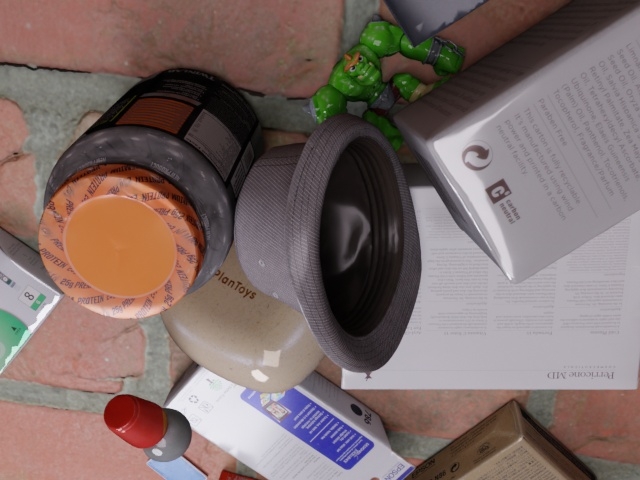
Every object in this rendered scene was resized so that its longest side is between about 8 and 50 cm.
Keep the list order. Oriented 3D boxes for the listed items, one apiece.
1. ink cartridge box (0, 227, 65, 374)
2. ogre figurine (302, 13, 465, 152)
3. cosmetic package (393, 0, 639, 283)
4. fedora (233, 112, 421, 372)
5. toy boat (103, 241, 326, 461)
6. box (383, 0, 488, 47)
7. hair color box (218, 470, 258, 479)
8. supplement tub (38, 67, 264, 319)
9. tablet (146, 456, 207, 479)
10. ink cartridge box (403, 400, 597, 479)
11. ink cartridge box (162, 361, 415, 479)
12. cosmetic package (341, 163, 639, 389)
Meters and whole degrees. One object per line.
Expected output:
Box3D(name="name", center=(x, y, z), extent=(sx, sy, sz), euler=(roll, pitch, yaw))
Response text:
Box3D(name="ink cartridge box", center=(-0.480, 0.058, 1.140), extent=(0.225, 0.056, 0.181), euler=(37, 113, -14))
Box3D(name="ogre figurine", center=(0.064, -0.167, 0.955), extent=(0.118, 0.097, 0.197), euler=(37, 107, -4))
Box3D(name="cosmetic package", center=(0.313, -0.166, 0.807), extent=(0.453, 0.230, 0.161), euler=(-32, 104, 6))
Box3D(name="fedora", center=(0.000, 0.000, 0.874), extent=(0.124, 0.243, 0.275), euler=(4, 145, 29))
Box3D(name="toy boat", center=(-0.131, 0.130, 1.038), extent=(0.318, 0.267, 0.148), euler=(-50, 149, -9))
Box3D(name="box", center=(0.094, -0.302, 0.827), extent=(0.108, 0.207, 0.153), euler=(-30, 109, 18))
Box3D(name="hair color box", center=(-0.085, 0.421, 1.277), extent=(0.167, 0.053, 0.093), euler=(17, 115, -2))
Box3D(name="supplement tub", center=(-0.175, -0.059, 0.909), extent=(0.194, 0.316, 0.193), euler=(2, 116, 5))
Box3D(name="tablet", center=(-0.220, 0.352, 1.282), extent=(0.054, 0.006, 0.083), euler=(-41, 105, 21))
Box3D(name="ink cartridge box", center=(0.255, 0.371, 1.203), extent=(0.235, 0.088, 0.193), euler=(-41, 107, 20))
Box3D(name="ink cartridge box", center=(-0.041, 0.265, 1.192), extent=(0.333, 0.065, 0.165), euler=(38, 112, -11))
Box3D(name="cosmetic package", center=(0.208, 0.047, 1.047), extent=(0.378, 0.097, 0.284), euler=(-1, 113, 6))
